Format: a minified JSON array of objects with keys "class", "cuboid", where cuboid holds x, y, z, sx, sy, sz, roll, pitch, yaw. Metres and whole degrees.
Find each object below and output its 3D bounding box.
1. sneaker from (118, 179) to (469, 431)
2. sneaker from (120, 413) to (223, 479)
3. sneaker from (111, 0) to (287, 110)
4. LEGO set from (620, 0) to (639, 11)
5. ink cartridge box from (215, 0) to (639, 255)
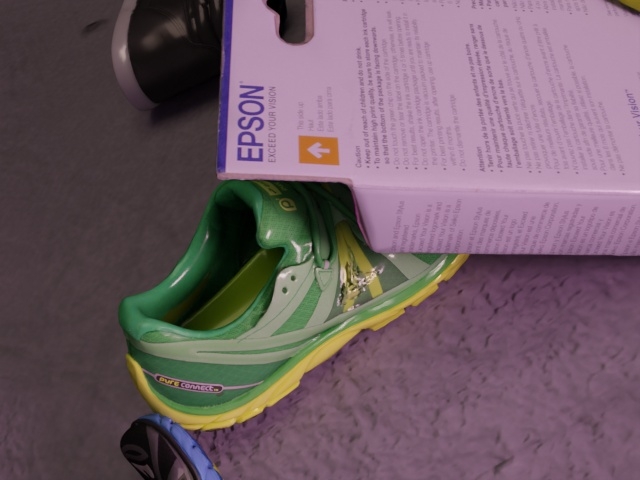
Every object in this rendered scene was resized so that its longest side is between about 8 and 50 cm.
[{"class":"sneaker","cuboid":[0.000,0.000,0.662,0.295,0.124,0.109,-40,45,-16]},{"class":"sneaker","cuboid":[-0.080,0.172,0.591,0.078,0.067,0.188,-29,47,-9]},{"class":"sneaker","cuboid":[-0.101,-0.252,0.964,0.146,0.105,0.296,-12,53,15]},{"class":"LEGO set","cuboid":[0.222,-0.203,0.656,0.227,0.093,0.087,33,53,22]},{"class":"ink cartridge box","cuboid":[0.100,-0.128,0.683,0.329,0.071,0.324,1,48,-3]}]
